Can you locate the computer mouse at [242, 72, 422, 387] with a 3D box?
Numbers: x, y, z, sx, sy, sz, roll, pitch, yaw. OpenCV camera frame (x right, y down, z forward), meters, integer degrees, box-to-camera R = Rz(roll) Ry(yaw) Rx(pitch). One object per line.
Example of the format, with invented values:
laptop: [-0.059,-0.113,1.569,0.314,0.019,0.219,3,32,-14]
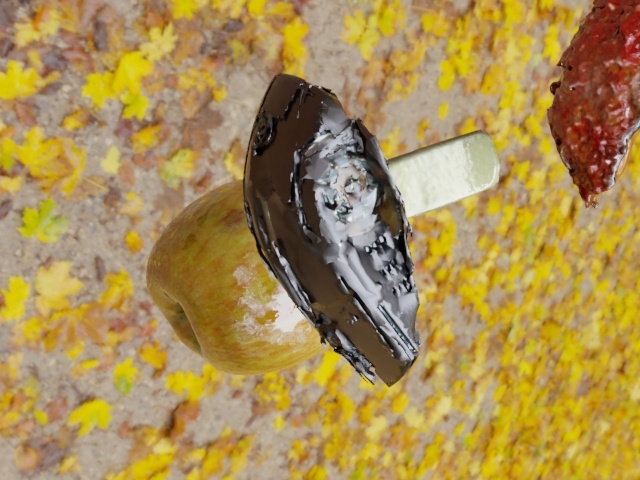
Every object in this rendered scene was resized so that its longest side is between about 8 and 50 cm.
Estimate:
computer mouse: [0.000,0.000,0.603,0.077,0.146,0.242,-25,103,-19]

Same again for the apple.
apple: [-0.096,0.053,1.112,0.264,0.264,0.264,-27,129,-39]

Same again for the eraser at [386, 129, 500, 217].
eraser: [0.089,-0.054,0.821,0.117,0.172,0.058,-19,91,-11]

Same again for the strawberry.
strawberry: [0.234,-0.132,0.676,0.140,0.085,0.192,-36,146,-59]
